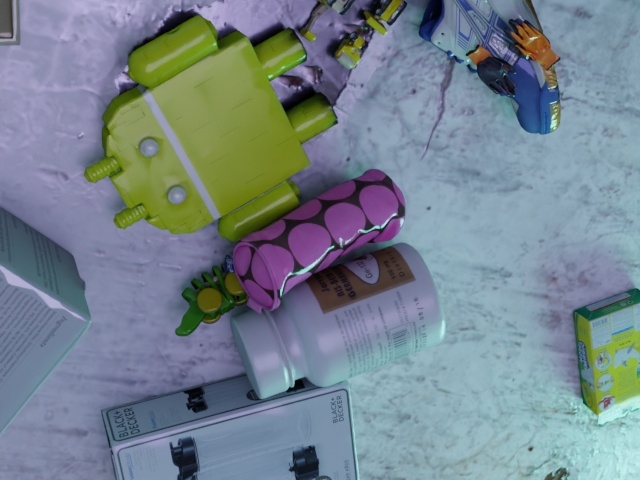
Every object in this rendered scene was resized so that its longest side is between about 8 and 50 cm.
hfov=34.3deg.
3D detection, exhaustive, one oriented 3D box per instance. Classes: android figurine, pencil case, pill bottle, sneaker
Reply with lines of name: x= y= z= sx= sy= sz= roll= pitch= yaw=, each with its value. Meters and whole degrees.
android figurine: x=-0.121 y=-0.112 z=1.124 sx=0.273 sy=0.056 sz=0.248 roll=-30 pitch=118 yaw=-8
pencil case: x=0.000 y=0.000 z=1.162 sx=0.209 sy=0.095 sz=0.098 roll=-28 pitch=135 yaw=-29
pill bottle: x=0.018 y=0.097 z=1.213 sx=0.229 sy=0.131 sz=0.131 roll=-20 pitch=116 yaw=-11
sneaker: x=0.181 y=-0.238 z=1.168 sx=0.131 sy=0.112 sz=0.296 roll=-21 pitch=119 yaw=13

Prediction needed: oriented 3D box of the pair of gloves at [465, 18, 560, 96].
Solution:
pair of gloves: x=0.208 y=-0.197 z=1.122 sx=0.083 sy=0.010 sz=0.074 roll=-36 pitch=116 yaw=27

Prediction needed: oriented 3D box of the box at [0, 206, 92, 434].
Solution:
box: x=-0.339 y=0.084 z=1.050 sx=0.119 sy=0.181 sz=0.182 roll=37 pitch=95 yaw=-27

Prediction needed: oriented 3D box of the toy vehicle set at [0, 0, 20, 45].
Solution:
toy vehicle set: x=-0.369 y=-0.315 z=0.961 sx=0.166 sy=0.035 sz=0.266 roll=-3 pitch=112 yaw=-19

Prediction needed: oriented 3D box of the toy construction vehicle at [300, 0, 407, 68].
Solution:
toy construction vehicle: x=0.034 y=-0.246 z=1.140 sx=0.086 sy=0.035 sz=0.098 roll=28 pitch=102 yaw=-38

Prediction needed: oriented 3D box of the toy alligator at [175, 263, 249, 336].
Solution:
toy alligator: x=-0.096 y=0.043 z=1.200 sx=0.190 sy=0.056 sz=0.051 roll=-33 pitch=77 yaw=-14

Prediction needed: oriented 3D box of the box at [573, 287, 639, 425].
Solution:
box: x=0.411 y=0.164 z=1.433 sx=0.105 sy=0.043 sz=0.179 roll=-18 pitch=113 yaw=-13

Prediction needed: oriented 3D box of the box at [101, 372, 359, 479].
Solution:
box: x=-0.106 y=0.257 z=1.258 sx=0.290 sy=0.087 sz=0.169 roll=-14 pitch=115 yaw=-14
